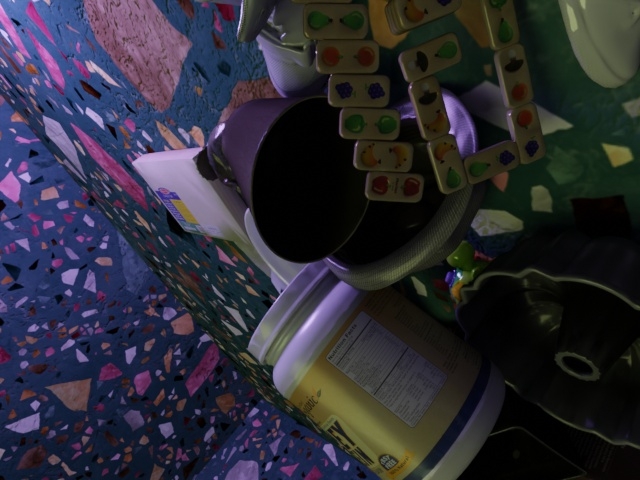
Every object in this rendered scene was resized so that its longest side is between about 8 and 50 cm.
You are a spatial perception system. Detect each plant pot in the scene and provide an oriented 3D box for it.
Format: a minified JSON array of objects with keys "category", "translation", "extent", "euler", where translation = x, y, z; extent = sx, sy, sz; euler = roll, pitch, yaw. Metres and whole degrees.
[{"category":"plant pot","translation":[0.297,0.306,0.816],"extent":[0.188,0.166,0.187],"euler":[36,127,-23]}]

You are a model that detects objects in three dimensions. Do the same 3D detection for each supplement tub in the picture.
[{"category":"supplement tub","translation":[0.075,0.185,0.699],"extent":[0.316,0.228,0.228],"euler":[37,153,11]}]

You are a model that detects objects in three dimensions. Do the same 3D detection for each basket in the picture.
[{"category":"basket","translation":[-0.048,-0.111,0.642],"extent":[0.227,0.154,0.204],"euler":[-131,42,-56]}]

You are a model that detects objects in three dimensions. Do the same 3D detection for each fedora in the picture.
[{"category":"fedora","translation":[0.119,-0.049,0.630],"extent":[0.124,0.275,0.243],"euler":[22,-147,-37]}]

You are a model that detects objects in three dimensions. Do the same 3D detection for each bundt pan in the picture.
[{"category":"bundt pan","translation":[0.352,0.117,0.608],"extent":[0.331,0.124,0.330],"euler":[34,152,20]}]

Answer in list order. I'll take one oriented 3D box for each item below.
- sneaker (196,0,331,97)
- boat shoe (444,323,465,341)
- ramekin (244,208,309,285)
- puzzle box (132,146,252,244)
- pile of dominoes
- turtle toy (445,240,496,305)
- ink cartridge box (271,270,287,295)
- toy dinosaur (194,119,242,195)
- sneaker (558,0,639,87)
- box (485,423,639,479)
[{"category":"sneaker","translation":[-0.062,-0.263,0.520],"extent":[0.137,0.210,0.365],"euler":[38,154,12]},{"category":"boat shoe","translation":[0.261,0.193,0.935],"extent":[0.178,0.064,0.060],"euler":[20,112,45]},{"category":"ramekin","translation":[0.000,0.000,0.914],"extent":[0.277,0.135,0.277],"euler":[33,152,21]},{"category":"puzzle box","translation":[-0.349,-0.125,1.310],"extent":[0.409,0.052,0.272],"euler":[9,139,49]},{"category":"pile of dominoes","translation":[0.101,-0.157,0.431],"extent":[0.040,0.196,0.251],"euler":[-122,10,-72]},{"category":"turtle toy","translation":[0.233,0.056,0.738],"extent":[0.066,0.095,0.130],"euler":[44,164,54]},{"category":"ink cartridge box","translation":[-0.039,0.198,1.265],"extent":[0.275,0.060,0.238],"euler":[52,158,23]},{"category":"toy dinosaur","translation":[-0.163,-0.163,0.918],"extent":[0.160,0.121,0.313],"euler":[33,160,-10]},{"category":"sneaker","translation":[0.228,-0.216,0.348],"extent":[0.094,0.080,0.212],"euler":[-4,127,42]},{"category":"box","translation":[0.463,0.404,0.871],"extent":[0.381,0.143,0.191],"euler":[-5,127,55]}]
